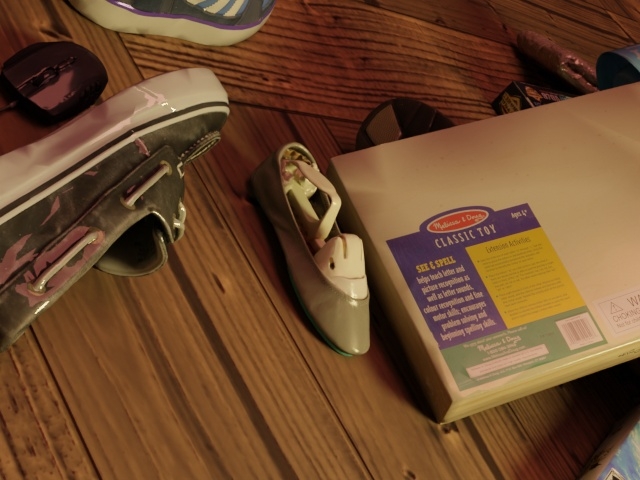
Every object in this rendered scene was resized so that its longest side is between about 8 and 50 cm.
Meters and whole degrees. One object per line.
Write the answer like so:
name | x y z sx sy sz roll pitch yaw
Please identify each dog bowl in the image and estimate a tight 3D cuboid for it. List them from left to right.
dog bowl | 0.497 -0.158 1.680 0.297 0.074 0.166 63 -8 -26

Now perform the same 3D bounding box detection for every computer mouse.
computer mouse | -0.238 -0.115 0.902 0.071 0.041 0.242 44 30 -1

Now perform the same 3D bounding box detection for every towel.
towel | 0.451 -0.237 1.855 0.282 0.049 0.187 32 11 -21

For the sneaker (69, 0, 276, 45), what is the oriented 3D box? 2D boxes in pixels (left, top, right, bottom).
sneaker | -0.091 -0.319 1.146 0.130 0.236 0.322 52 30 13

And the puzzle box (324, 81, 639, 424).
puzzle box | 0.236 -0.008 1.116 0.408 0.052 0.272 -15 62 -19

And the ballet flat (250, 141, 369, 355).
ballet flat | 0.000 0.000 1.020 0.072 0.068 0.213 9 44 -45

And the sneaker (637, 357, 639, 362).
sneaker | 0.426 0.105 1.316 0.130 0.147 0.330 -101 165 -49

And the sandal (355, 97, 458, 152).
sandal | 0.152 -0.022 1.220 0.303 0.120 0.086 45 -5 7

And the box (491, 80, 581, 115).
box | 0.364 -0.140 1.672 0.220 0.051 0.175 1 50 -50

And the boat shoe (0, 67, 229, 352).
boat shoe | -0.157 -0.022 0.830 0.119 0.121 0.335 51 40 -2

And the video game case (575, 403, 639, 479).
video game case | 0.358 0.299 1.087 0.269 0.061 0.244 49 28 10
